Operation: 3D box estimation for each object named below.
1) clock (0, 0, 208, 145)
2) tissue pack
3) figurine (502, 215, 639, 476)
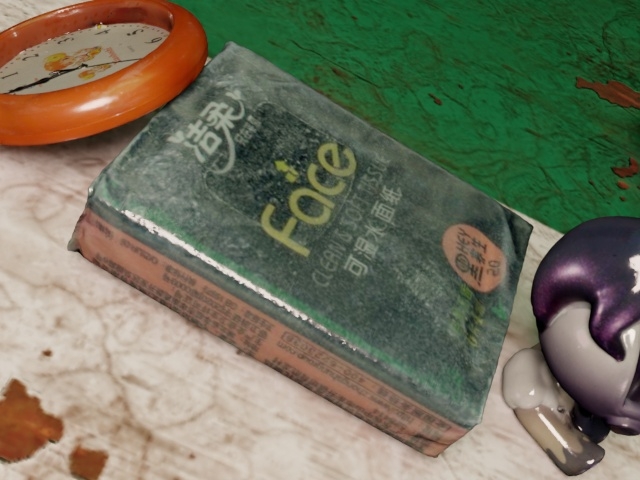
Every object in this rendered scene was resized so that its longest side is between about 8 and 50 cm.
[{"bbox_3d":[-0.190,-0.137,0.655,0.205,0.051,0.205,-8,37,6],"label":"clock"},{"bbox_3d":[0.000,0.000,0.652,0.316,0.103,0.228,30,46,-2],"label":"tissue pack"},{"bbox_3d":[0.217,0.068,0.629,0.146,0.222,0.145,11,47,-12],"label":"figurine"}]
